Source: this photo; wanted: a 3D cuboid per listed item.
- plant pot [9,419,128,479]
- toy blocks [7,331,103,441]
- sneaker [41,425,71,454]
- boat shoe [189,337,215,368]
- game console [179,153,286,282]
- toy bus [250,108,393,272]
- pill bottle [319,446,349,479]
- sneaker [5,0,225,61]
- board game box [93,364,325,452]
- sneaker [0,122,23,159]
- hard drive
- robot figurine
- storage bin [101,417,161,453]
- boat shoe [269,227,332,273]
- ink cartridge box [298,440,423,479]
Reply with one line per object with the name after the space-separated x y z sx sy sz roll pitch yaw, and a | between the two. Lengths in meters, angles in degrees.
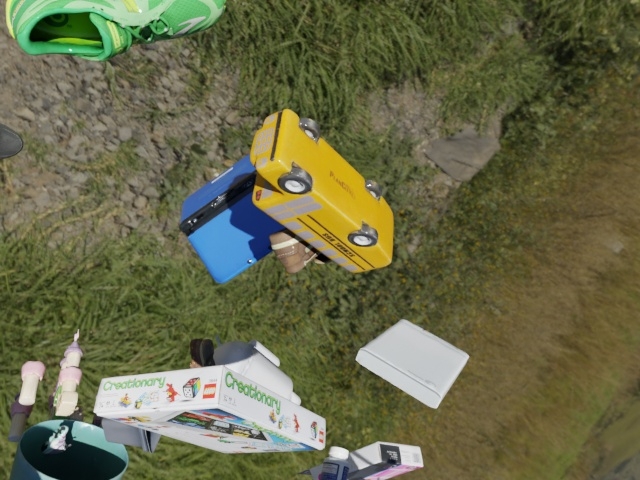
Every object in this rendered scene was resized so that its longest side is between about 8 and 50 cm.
-0.720 0.684 1.504 0.293 0.293 0.235 18 97 -42 | plant pot
-0.815 0.481 1.757 0.309 0.260 0.288 15 127 -27 | toy blocks
-0.732 0.569 1.534 0.098 0.038 0.069 -44 133 3 | sneaker
-0.341 0.360 1.552 0.064 0.060 0.177 -39 133 -63 | boat shoe
-0.206 -0.075 1.431 0.293 0.250 0.173 -33 119 8 | game console
0.005 -0.066 0.886 0.130 0.108 0.333 -14 145 35 | toy bus
0.035 0.582 1.346 0.067 0.067 0.120 51 43 -46 | pill bottle
-0.275 -0.302 0.758 0.296 0.123 0.109 -13 147 -11 | sneaker
-0.141 0.256 0.784 0.193 0.053 0.305 -11 147 22 | board game box
-0.758 -0.216 1.157 0.267 0.106 0.101 -1 106 -61 | sneaker
0.267 0.325 1.502 0.353 0.233 0.047 -12 127 -63 | hard drive
-0.230 0.456 1.708 0.353 0.300 0.200 44 127 -14 | robot figurine
-0.343 0.317 1.011 0.091 0.135 0.098 2 119 3 | storage bin
-0.006 0.002 1.077 0.257 0.095 0.095 -25 97 -52 | boat shoe
0.112 0.689 1.627 0.176 0.069 0.371 21 138 -34 | ink cartridge box
